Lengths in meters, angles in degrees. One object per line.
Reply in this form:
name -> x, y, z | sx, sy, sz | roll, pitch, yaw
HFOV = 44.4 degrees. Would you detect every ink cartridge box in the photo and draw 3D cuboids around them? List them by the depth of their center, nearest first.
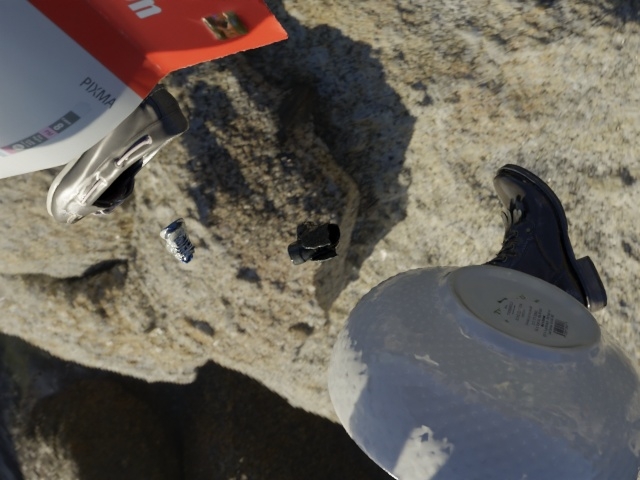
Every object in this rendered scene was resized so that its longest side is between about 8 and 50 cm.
ink cartridge box -> -0.157, -0.099, 0.386 | 0.233, 0.189, 0.066 | -6, 71, 19

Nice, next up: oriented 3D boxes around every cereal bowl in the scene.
cereal bowl -> 0.184, 0.123, 0.810 | 0.339, 0.339, 0.141 | 22, 115, 14

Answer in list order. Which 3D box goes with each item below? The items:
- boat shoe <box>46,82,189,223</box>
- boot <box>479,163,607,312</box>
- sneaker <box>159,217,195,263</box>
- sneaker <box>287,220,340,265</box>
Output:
boat shoe -> -0.282, -0.093, 1.068 | 0.095, 0.112, 0.335 | 45, 136, -2
boot -> 0.229, 0.039, 1.049 | 0.229, 0.091, 0.262 | -23, 67, -7
sneaker -> -0.253, 0.004, 1.435 | 0.052, 0.135, 0.058 | -38, 76, -13
sneaker -> -0.001, -0.002, 1.310 | 0.089, 0.170, 0.051 | -23, 105, 19
